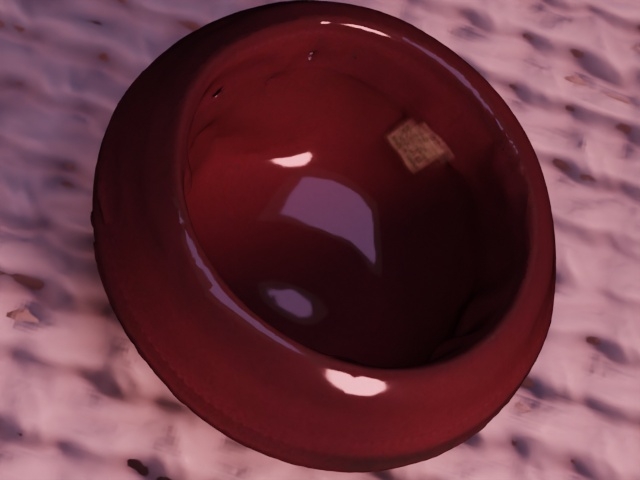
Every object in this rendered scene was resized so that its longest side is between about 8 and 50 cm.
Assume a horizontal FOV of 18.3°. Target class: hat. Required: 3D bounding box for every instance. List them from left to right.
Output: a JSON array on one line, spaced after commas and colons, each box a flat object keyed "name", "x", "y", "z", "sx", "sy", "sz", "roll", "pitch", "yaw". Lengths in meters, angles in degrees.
[{"name": "hat", "x": 0.000, "y": 0.000, "z": 0.794, "sx": 0.205, "sy": 0.089, "sz": 0.205, "roll": 11, "pitch": 61, "yaw": -21}]
